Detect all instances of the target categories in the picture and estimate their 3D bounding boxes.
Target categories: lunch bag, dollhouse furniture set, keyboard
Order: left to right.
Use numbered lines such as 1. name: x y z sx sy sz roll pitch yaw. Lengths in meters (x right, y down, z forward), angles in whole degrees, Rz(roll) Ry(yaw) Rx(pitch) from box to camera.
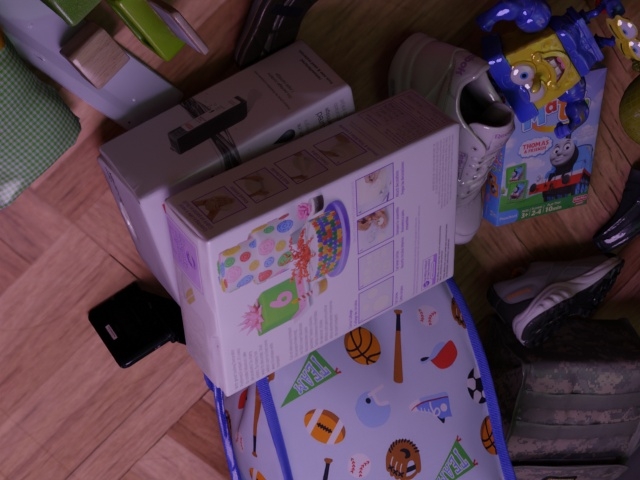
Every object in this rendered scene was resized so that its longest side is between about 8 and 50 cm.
1. dollhouse furniture set: -0.277 -0.154 1.270 0.301 0.151 0.197 -46 130 -7
2. keyboard: -0.256 -0.195 1.374 0.256 0.014 0.072 35 91 -41
3. lunch bag: 0.038 0.199 1.636 0.328 0.239 0.385 -15 92 -26
4. lunch bag: 0.349 0.269 1.911 0.235 0.169 0.287 3 118 -16

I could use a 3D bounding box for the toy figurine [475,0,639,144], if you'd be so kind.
1. toy figurine: 0.294 -0.226 1.618 0.217 0.191 0.362 -29 125 14

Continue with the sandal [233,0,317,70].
1. sandal: -0.037 -0.286 1.429 0.090 0.060 0.219 1 132 -44

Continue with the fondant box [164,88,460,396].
1. fondant box: 0.000 0.000 1.431 0.330 0.096 0.238 -27 137 -25

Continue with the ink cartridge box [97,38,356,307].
1. ink cartridge box: -0.092 -0.074 1.462 0.273 0.114 0.197 -30 140 -13

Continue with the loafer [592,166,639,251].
1. loafer: 0.480 -0.075 1.877 0.078 0.076 0.223 44 97 -5

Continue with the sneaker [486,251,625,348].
1. sneaker: 0.349 0.062 1.853 0.271 0.108 0.100 -19 140 -43

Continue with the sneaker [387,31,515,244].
1. sneaker: 0.172 -0.108 1.594 0.114 0.152 0.305 -43 135 -31

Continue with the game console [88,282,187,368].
1. game console: -0.201 0.111 1.516 0.107 0.122 0.071 -33 129 -11

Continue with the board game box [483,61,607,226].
1. board game box: 0.306 -0.134 1.746 0.160 0.039 0.211 -14 123 -25

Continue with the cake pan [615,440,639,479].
1. cake pan: 0.490 0.311 2.118 0.293 0.054 0.293 -16 124 -24
